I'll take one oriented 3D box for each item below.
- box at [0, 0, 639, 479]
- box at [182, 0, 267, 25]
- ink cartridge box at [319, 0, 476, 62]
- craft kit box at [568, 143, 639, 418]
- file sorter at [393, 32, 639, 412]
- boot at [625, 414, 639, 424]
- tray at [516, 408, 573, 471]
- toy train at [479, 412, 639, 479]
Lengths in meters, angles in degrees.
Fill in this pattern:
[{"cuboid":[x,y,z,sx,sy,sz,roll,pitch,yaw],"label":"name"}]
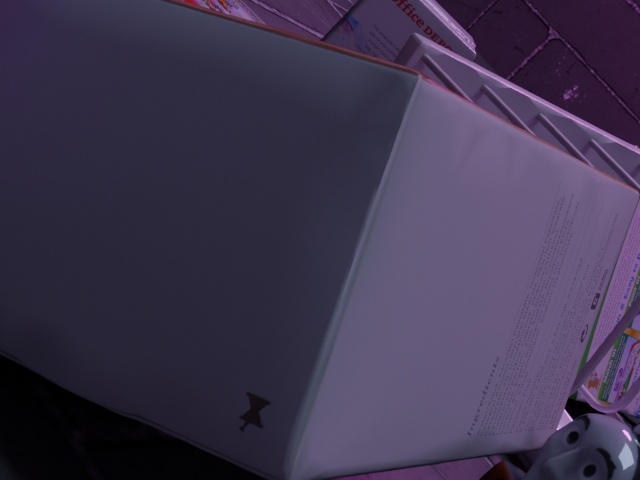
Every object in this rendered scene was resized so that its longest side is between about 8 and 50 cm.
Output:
[{"cuboid":[0.000,0.000,0.695,0.215,0.168,0.345,20,4,27],"label":"box"},{"cuboid":[-0.052,-0.140,1.255,0.293,0.057,0.201,44,15,-8],"label":"box"},{"cuboid":[0.066,-0.194,1.469,0.128,0.176,0.127,44,16,-8],"label":"ink cartridge box"},{"cuboid":[0.300,0.047,1.365,0.061,0.249,0.247,17,-3,31],"label":"craft kit box"},{"cuboid":[0.156,0.003,1.069,0.278,0.192,0.173,21,22,-35],"label":"file sorter"},{"cuboid":[0.388,0.170,1.581,0.258,0.095,0.123,50,8,-18],"label":"boot"},{"cuboid":[0.176,0.147,1.173,0.145,0.030,0.270,26,25,-53],"label":"tray"},{"cuboid":[0.202,0.224,0.750,0.334,0.190,0.142,39,16,-23],"label":"toy train"}]
